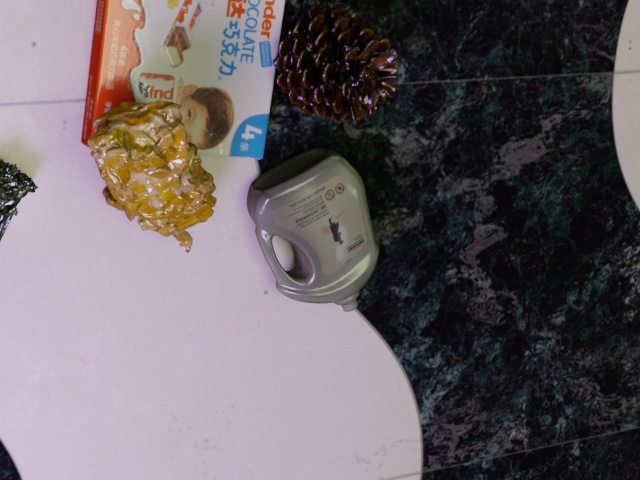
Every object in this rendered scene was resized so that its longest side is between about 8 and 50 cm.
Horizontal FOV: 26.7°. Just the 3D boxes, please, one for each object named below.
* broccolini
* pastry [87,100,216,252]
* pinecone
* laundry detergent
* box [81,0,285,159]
[{"bbox_3d":[-0.433,-0.008,1.791,0.074,0.058,0.201,13,97,-24],"label":"broccolini"},{"bbox_3d":[-0.226,-0.083,1.812,0.154,0.102,0.250,-19,145,-2],"label":"pastry"},{"bbox_3d":[0.034,-0.242,1.898,0.163,0.165,0.163,-38,142,-37],"label":"pinecone"},{"bbox_3d":[0.000,0.000,2.012,0.181,0.091,0.253,-30,117,-16],"label":"laundry detergent"},{"bbox_3d":[-0.185,-0.253,1.858,0.265,0.048,0.273,1,104,-29],"label":"box"}]
